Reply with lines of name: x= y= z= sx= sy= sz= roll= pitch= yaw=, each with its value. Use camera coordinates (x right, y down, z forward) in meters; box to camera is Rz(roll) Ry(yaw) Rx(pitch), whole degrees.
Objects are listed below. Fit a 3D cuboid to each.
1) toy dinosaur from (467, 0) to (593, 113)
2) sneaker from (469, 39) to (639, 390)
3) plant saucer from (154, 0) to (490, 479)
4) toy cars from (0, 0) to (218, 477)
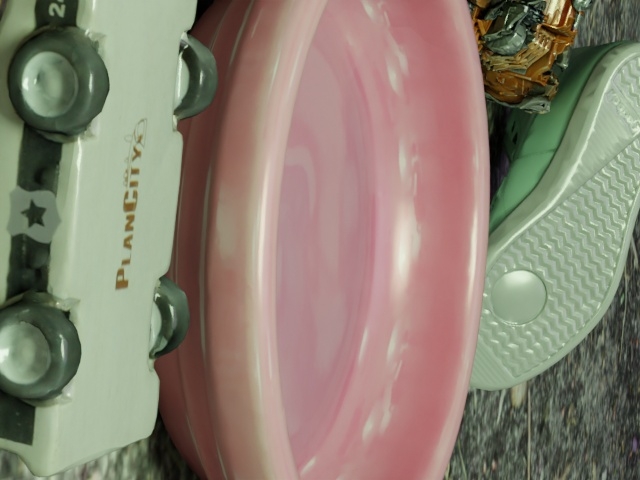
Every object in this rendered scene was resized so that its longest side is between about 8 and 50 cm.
toy dinosaur: x=0.120 y=-0.201 z=1.182 sx=0.218 sy=0.164 sz=0.322 roll=-62 pitch=173 yaw=-17
sneaker: x=0.153 y=-0.020 z=1.354 sx=0.256 sy=0.094 sz=0.151 roll=-60 pitch=-165 yaw=0
plant saucer: x=0.000 y=0.000 z=0.969 sx=0.332 sy=0.084 sz=0.332 roll=3 pitch=90 yaw=-68
toy cars: x=-0.120 y=-0.087 z=0.650 sx=0.393 sy=0.087 sz=0.176 roll=76 pitch=32 yaw=-45
